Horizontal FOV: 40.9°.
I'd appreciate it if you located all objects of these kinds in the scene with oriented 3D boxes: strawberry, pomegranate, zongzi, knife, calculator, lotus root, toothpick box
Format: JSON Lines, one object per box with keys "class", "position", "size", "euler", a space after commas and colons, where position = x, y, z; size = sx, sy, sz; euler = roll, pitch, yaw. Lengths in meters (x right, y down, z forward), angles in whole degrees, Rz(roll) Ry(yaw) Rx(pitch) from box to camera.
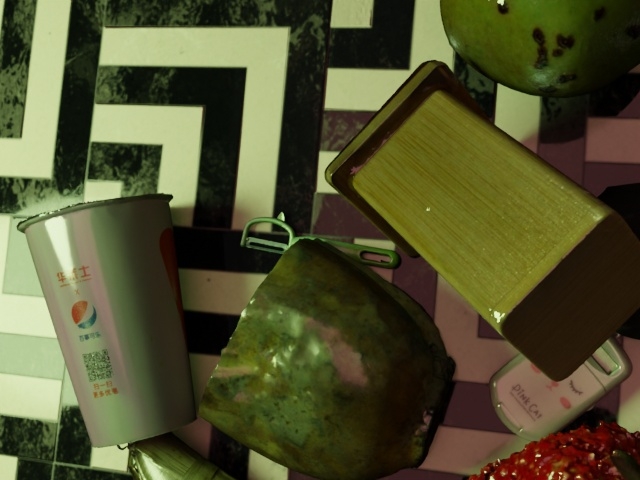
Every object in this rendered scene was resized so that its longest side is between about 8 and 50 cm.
{"class": "strawberry", "position": [0.251, 0.261, 0.931], "size": [0.286, 0.188, 0.106], "euler": [-22, 67, 33]}
{"class": "pomegranate", "position": [0.267, -0.313, 0.912], "size": [0.290, 0.323, 0.291], "euler": [-2, 70, 4]}
{"class": "zongzi", "position": [-0.187, 0.363, 1.076], "size": [0.205, 0.094, 0.204], "euler": [29, 100, 19]}
{"class": "knife", "position": [0.000, 0.000, 1.101], "size": [0.212, 0.015, 0.054], "euler": [11, 86, 16]}
{"class": "calculator", "position": [0.281, 0.158, 1.005], "size": [0.175, 0.032, 0.100], "euler": [-41, 76, 6]}
{"class": "lotus root", "position": [0.019, 0.173, 1.013], "size": [0.260, 0.149, 0.267], "euler": [32, 97, 14]}
{"class": "toothpick box", "position": [0.178, -0.020, 0.900], "size": [0.187, 0.190, 0.308], "euler": [-45, 40, 5]}

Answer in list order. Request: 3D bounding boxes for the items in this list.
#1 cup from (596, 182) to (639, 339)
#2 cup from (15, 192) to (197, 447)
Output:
{"class": "cup", "position": [0.406, 0.016, 0.915], "size": [0.223, 0.169, 0.177], "euler": [-6, 88, 24]}
{"class": "cup", "position": [-0.252, 0.100, 1.079], "size": [0.203, 0.203, 0.288], "euler": [-14, 86, 12]}
